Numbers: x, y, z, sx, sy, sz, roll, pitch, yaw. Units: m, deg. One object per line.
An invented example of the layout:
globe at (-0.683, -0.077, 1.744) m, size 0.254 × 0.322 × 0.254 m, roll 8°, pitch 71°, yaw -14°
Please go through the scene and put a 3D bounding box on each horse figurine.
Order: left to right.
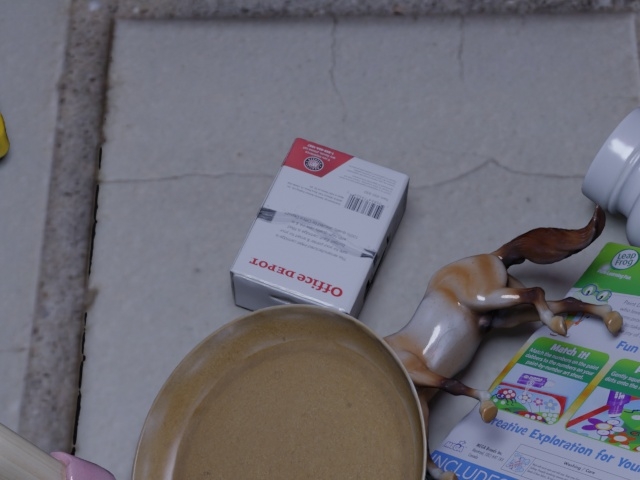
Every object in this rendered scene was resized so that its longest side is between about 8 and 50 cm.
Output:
horse figurine at (0.105, 0.073, 1.209) m, size 0.263 × 0.066 × 0.174 m, roll -44°, pitch 36°, yaw -14°

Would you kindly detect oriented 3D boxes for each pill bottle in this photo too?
pill bottle at (0.301, -0.019, 1.264) m, size 0.187 × 0.112 × 0.112 m, roll 36°, pitch 66°, yaw 18°

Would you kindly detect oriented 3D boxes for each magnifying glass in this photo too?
magnifying glass at (-0.023, 0.187, 1.157) m, size 0.092 × 0.026 × 0.231 m, roll 3°, pitch 74°, yaw 31°

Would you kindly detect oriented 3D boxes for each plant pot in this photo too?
plant pot at (-0.027, 0.161, 1.137) m, size 0.236 × 0.032 × 0.236 m, roll -11°, pitch 66°, yaw 26°

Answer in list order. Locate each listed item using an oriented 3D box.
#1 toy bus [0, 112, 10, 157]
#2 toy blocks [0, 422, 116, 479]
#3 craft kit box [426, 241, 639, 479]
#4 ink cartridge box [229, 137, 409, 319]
toy bus at (-0.368, -0.126, 1.258) m, size 0.220 × 0.211 × 0.149 m, roll -21°, pitch 61°, yaw -14°
toy blocks at (-0.188, 0.322, 1.026) m, size 0.309 × 0.260 × 0.288 m, roll -47°, pitch 39°, yaw 1°
craft kit box at (0.235, 0.116, 1.143) m, size 0.250 × 0.061 × 0.246 m, roll 14°, pitch 56°, yaw 50°
ink cartridge box at (0.000, 0.000, 1.279) m, size 0.099 × 0.056 × 0.135 m, roll 20°, pitch 61°, yaw 11°
